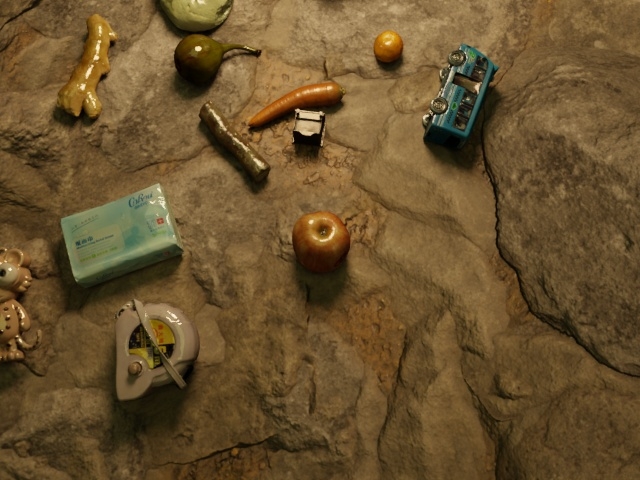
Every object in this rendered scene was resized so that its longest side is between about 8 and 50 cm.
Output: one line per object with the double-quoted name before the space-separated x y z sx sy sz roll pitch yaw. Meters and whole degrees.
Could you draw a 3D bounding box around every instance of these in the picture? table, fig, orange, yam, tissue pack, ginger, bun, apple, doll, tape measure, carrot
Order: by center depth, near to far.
"tape measure" -0.380 0.248 1.483 0.197 0.120 0.236 -6 80 5
"doll" -0.750 0.151 1.518 0.154 0.119 0.278 -16 81 0
"apple" 0.000 0.000 1.538 0.146 0.131 0.147 0 70 -1
"tissue pack" -0.486 -0.012 1.568 0.263 0.089 0.177 -19 74 -5
"table" -0.030 -0.292 1.637 0.083 0.082 0.070 8 76 2
"yam" -0.226 -0.255 1.642 0.061 0.061 0.253 -40 78 -9
"carrot" -0.065 -0.362 1.672 0.271 0.062 0.066 -14 120 0
"fig" -0.269 -0.494 1.686 0.236 0.124 0.124 -20 76 -20
"ginger" -0.616 -0.467 1.697 0.117 0.065 0.299 11 77 -10
"orange" 0.180 -0.513 1.698 0.083 0.070 0.083 -2 64 5
"bun" -0.338 -0.677 1.725 0.221 0.108 0.222 0 75 0

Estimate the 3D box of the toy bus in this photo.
"toy bus" 0.353 -0.365 1.635 0.134 0.113 0.247 22 79 2
